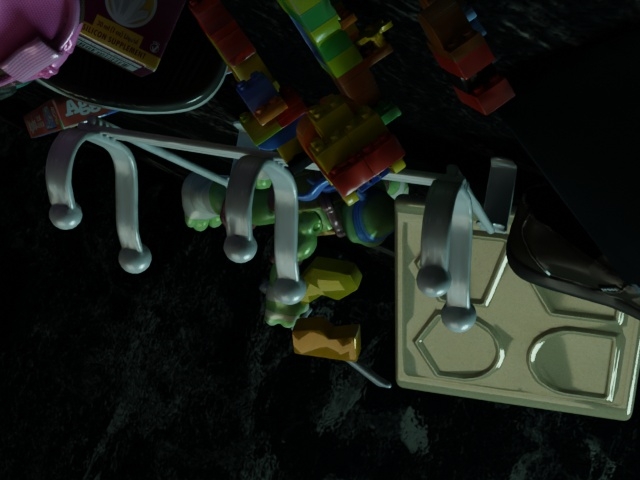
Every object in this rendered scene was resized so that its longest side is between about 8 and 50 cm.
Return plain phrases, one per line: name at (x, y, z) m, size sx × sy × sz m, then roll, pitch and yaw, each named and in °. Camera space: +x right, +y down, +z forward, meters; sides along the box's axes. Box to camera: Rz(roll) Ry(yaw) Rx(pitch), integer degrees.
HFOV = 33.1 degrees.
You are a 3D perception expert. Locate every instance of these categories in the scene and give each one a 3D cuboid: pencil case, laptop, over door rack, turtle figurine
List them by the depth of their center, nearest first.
pencil case at (-0.148, -0.130, 0.482) m, size 0.098 × 0.095 × 0.209 m, roll 63°, pitch -178°, yaw -28°
laptop at (0.251, -0.032, 0.566) m, size 0.264 × 0.137 × 0.234 m, roll -3°, pitch -178°, yaw -11°
over door rack at (-0.002, -0.016, 0.724) m, size 0.239 × 0.108 × 0.324 m, roll 10°, pitch -172°, yaw 14°
turtle figurine at (0.000, 0.000, 1.085) m, size 0.274 × 0.198 × 0.266 m, roll 31°, pitch 177°, yaw -43°

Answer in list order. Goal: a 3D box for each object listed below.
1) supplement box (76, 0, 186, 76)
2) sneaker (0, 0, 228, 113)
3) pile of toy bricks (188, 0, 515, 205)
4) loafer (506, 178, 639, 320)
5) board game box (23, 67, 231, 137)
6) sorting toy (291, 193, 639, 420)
supplement box at (-0.100, -0.137, 0.580) m, size 0.055 × 0.083 × 0.043 m, roll 24°, pitch 175°, yaw -19°
sneaker at (-0.190, -0.144, 0.721) m, size 0.295 × 0.124 × 0.178 m, roll 22°, pitch 177°, yaw 6°
pile of toy bricks at (-0.001, -0.105, 0.518) m, size 0.105 × 0.118 × 0.212 m, roll 55°, pitch 179°, yaw -24°
loafer at (0.229, 0.010, 0.751) m, size 0.220 × 0.080 × 0.078 m, roll 11°, pitch 146°, yaw 27°
board game box at (-0.170, -0.125, 0.916) m, size 0.145 × 0.027 × 0.281 m, roll -23°, pitch -169°, yaw -17°
sorting toy at (0.123, 0.051, 0.934) m, size 0.307 × 0.041 × 0.229 m, roll 7°, pitch 129°, yaw 14°
